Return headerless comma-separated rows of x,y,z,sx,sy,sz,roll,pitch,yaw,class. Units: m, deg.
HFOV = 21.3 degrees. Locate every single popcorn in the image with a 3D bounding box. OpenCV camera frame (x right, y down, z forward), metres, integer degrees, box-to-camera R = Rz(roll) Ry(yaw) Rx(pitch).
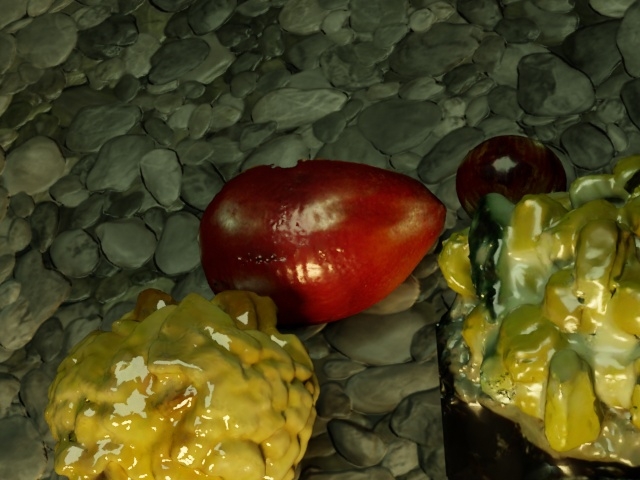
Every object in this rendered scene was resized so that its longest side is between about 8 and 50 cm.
-0.154,0.189,1.689,0.265,0.225,0.332,21,76,26,popcorn

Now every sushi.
0.244,0.082,1.571,0.329,0.285,0.328,-10,53,14,sushi

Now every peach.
-0.003,0.006,1.809,0.267,0.159,0.154,-2,61,17,peach

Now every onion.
0.201,-0.064,1.809,0.117,0.118,0.118,-17,51,13,onion
